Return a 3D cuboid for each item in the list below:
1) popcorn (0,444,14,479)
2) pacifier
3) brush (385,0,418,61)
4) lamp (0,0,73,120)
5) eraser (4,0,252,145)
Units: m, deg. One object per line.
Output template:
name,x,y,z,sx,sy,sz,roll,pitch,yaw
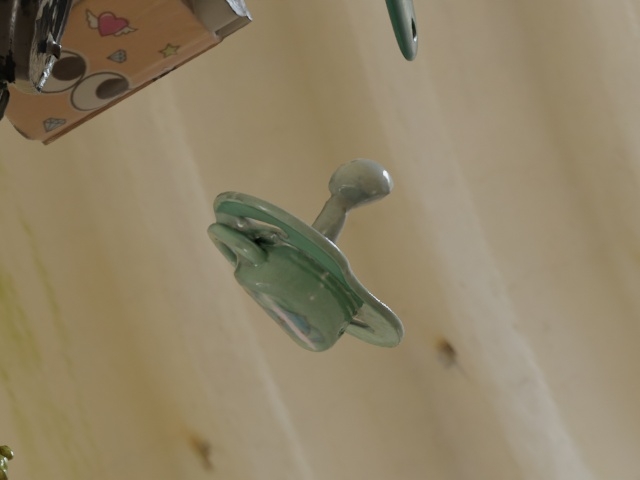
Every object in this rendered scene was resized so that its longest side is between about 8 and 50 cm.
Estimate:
popcorn,-0.327,0.216,1.636,0.068,0.083,0.059,13,-76,-48
pacifier,0.000,0.000,1.047,0.150,0.127,0.116,44,-112,-33
brush,0.037,-0.185,0.889,0.032,0.193,0.043,-8,22,20
lamp,-0.328,-0.258,1.504,0.374,0.272,0.205,-58,1,-6
eraser,-0.241,-0.229,1.913,0.290,0.087,0.171,-29,-34,14
